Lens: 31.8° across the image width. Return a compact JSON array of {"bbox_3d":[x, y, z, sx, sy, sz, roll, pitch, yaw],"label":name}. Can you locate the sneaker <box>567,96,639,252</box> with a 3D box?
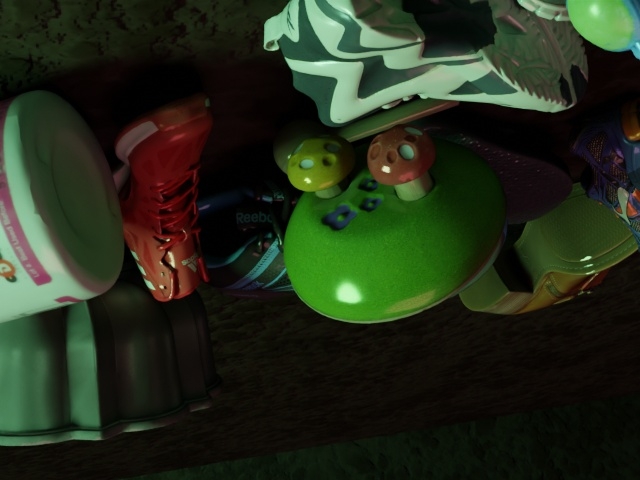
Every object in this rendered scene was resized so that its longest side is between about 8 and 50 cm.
[{"bbox_3d":[0.312,-0.061,1.145,0.087,0.083,0.221,-4,139,28],"label":"sneaker"}]

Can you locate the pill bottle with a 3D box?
[{"bbox_3d":[-0.310,-0.002,0.861,0.283,0.160,0.160,-15,161,11],"label":"pill bottle"}]

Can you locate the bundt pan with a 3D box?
[{"bbox_3d":[-0.256,0.082,1.051,0.330,0.124,0.331,0,-172,0],"label":"bundt pan"}]

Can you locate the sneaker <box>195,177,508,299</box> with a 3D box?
[{"bbox_3d":[0.000,0.000,1.024,0.340,0.125,0.139,-8,165,30],"label":"sneaker"}]

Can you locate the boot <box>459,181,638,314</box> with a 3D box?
[{"bbox_3d":[0.328,0.013,1.370,0.220,0.109,0.283,-1,149,-49],"label":"boot"}]

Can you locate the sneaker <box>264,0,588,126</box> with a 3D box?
[{"bbox_3d":[0.065,-0.132,0.798,0.235,0.094,0.153,3,170,-35],"label":"sneaker"}]

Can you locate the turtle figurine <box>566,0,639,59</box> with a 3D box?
[{"bbox_3d":[0.205,-0.227,0.609,0.266,0.275,0.198,-25,144,-22],"label":"turtle figurine"}]

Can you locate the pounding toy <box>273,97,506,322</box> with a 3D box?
[{"bbox_3d":[0.037,-0.058,0.877,0.182,0.237,0.110,-21,131,9],"label":"pounding toy"}]

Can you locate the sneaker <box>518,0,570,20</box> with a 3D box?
[{"bbox_3d":[0.186,-0.182,0.739,0.166,0.065,0.076,8,136,-25],"label":"sneaker"}]

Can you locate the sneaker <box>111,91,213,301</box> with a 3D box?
[{"bbox_3d":[-0.113,-0.028,0.924,0.087,0.128,0.221,-26,173,-22],"label":"sneaker"}]

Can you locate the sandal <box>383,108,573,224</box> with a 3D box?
[{"bbox_3d":[0.161,-0.082,1.090,0.097,0.055,0.254,-32,144,30],"label":"sandal"}]
